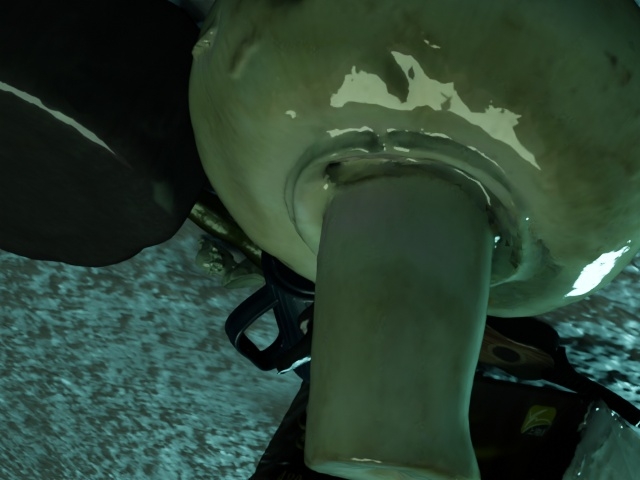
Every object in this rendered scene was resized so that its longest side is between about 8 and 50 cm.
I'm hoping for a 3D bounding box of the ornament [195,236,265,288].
[{"bbox_3d":[-0.073,0.028,1.472,0.092,0.041,0.068,17,176,-8],"label":"ornament"}]

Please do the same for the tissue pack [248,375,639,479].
[{"bbox_3d":[0.129,0.244,1.463,0.370,0.198,0.210,6,154,47],"label":"tissue pack"}]

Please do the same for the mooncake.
[{"bbox_3d":[-0.222,-0.105,1.243,0.306,0.154,0.306,21,152,11],"label":"mooncake"}]

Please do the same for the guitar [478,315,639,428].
[{"bbox_3d":[0.219,0.117,1.383,0.271,0.038,0.084,26,153,2],"label":"guitar"}]

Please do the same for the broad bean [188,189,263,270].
[{"bbox_3d":[-0.101,-0.022,1.411,0.226,0.039,0.069,29,158,-2],"label":"broad bean"}]

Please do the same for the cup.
[{"bbox_3d":[0.004,0.058,1.345,0.113,0.150,0.138,23,152,26],"label":"cup"}]

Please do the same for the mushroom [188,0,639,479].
[{"bbox_3d":[0.079,-0.042,0.996,0.315,0.315,0.356,-9,101,48],"label":"mushroom"}]

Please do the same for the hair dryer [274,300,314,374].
[{"bbox_3d":[0.000,0.000,1.150,0.091,0.272,0.235,-36,109,27],"label":"hair dryer"}]
